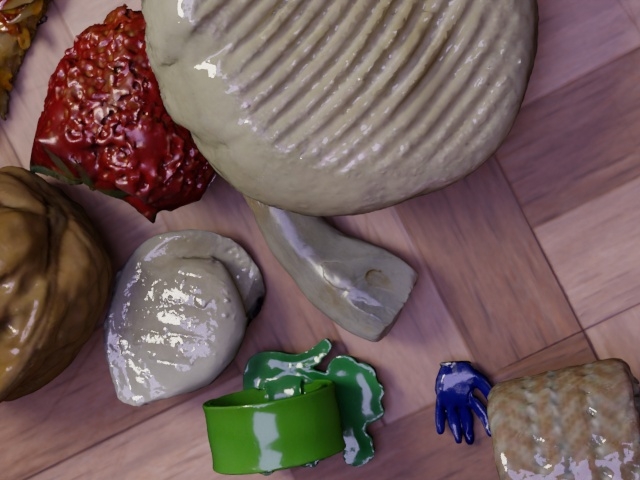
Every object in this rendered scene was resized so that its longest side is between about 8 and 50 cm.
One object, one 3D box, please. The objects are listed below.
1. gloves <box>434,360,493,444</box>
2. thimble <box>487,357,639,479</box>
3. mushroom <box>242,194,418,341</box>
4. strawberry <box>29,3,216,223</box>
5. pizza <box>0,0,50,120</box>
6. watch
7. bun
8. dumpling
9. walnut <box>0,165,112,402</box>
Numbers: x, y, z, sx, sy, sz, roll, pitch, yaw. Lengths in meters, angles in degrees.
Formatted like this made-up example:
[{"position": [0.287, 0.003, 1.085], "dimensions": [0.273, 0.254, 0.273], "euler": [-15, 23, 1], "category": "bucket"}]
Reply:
[{"position": [0.144, 0.160, 1.623], "dimensions": [0.064, 0.026, 0.086], "euler": [-2, 95, 11], "category": "gloves"}, {"position": [0.246, 0.229, 1.520], "dimensions": [0.148, 0.196, 0.229], "euler": [-14, 91, 13], "category": "thimble"}, {"position": [-0.003, 0.002, 1.615], "dimensions": [0.223, 0.081, 0.092], "euler": [46, 121, 7], "category": "mushroom"}, {"position": [-0.182, -0.128, 1.597], "dimensions": [0.184, 0.187, 0.201], "euler": [11, 101, -22], "category": "strawberry"}, {"position": [-0.402, -0.244, 1.685], "dimensions": [0.251, 0.074, 0.288], "euler": [25, 99, 12], "category": "pizza"}, {"position": [-0.027, 0.169, 1.600], "dimensions": [0.165, 0.152, 0.131], "euler": [-7, 91, 15], "category": "watch"}, {"position": [0.013, -0.197, 1.514], "dimensions": [0.365, 0.219, 0.365], "euler": [-3, 100, -17], "category": "bun"}, {"position": [-0.144, 0.074, 1.645], "dimensions": [0.176, 0.092, 0.150], "euler": [-42, 87, 14], "category": "dumpling"}, {"position": [-0.334, 0.051, 1.624], "dimensions": [0.257, 0.224, 0.257], "euler": [-21, 59, 40], "category": "walnut"}]
